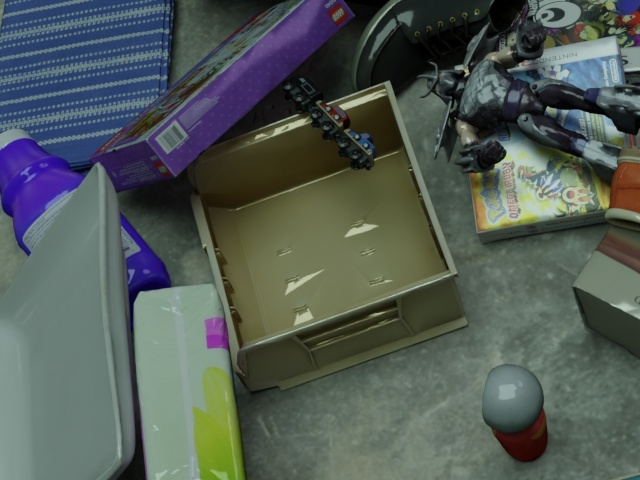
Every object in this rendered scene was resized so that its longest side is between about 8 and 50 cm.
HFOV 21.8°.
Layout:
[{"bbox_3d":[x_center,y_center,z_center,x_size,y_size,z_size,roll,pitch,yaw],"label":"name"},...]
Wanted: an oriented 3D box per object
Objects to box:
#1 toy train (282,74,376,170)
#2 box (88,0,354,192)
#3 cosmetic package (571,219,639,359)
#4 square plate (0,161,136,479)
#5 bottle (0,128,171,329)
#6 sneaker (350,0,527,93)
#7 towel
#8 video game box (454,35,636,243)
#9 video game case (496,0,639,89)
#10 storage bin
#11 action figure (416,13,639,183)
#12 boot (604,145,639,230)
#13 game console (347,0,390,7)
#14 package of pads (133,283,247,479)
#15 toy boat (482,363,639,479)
[{"bbox_3d":[0.013,-0.129,1.808,0.036,0.027,0.158,-31,56,-16],"label":"toy train"},{"bbox_3d":[-0.115,-0.173,1.899,0.293,0.057,0.201,-44,15,-21],"label":"box"},{"bbox_3d":[0.402,-0.017,1.700,0.153,0.129,0.296,28,77,26],"label":"cosmetic package"},{"bbox_3d":[-0.272,0.150,1.744,0.049,0.344,0.347,11,54,-27],"label":"square plate"},{"bbox_3d":[-0.291,-0.015,1.918,0.118,0.092,0.283,-41,63,-5],"label":"bottle"},{"bbox_3d":[0.135,-0.240,1.922,0.222,0.083,0.118,-51,46,-2],"label":"sneaker"},{"bbox_3d":[-0.297,-0.216,2.089,0.243,0.040,0.336,-8,57,14],"label":"towel"},{"bbox_3d":[0.253,-0.112,1.837,0.187,0.048,0.205,-11,71,13],"label":"video game box"},{"bbox_3d":[0.312,-0.277,1.942,0.210,0.042,0.232,-3,60,14],"label":"video game case"},{"bbox_3d":[0.000,0.000,1.823,0.260,0.123,0.262,-20,58,4],"label":"storage bin"},{"bbox_3d":[0.231,-0.144,1.776,0.285,0.099,0.185,18,90,23],"label":"action figure"},{"bbox_3d":[0.354,-0.035,1.621,0.158,0.059,0.085,13,72,34],"label":"boot"},{"bbox_3d":[-0.021,-0.385,2.022,0.293,0.173,0.250,14,66,22],"label":"game console"},{"bbox_3d":[-0.126,0.227,1.664,0.101,0.229,0.297,-6,58,-5],"label":"package of pads"},{"bbox_3d":[0.246,0.266,1.584,0.267,0.148,0.318,-30,58,-2],"label":"toy boat"}]
